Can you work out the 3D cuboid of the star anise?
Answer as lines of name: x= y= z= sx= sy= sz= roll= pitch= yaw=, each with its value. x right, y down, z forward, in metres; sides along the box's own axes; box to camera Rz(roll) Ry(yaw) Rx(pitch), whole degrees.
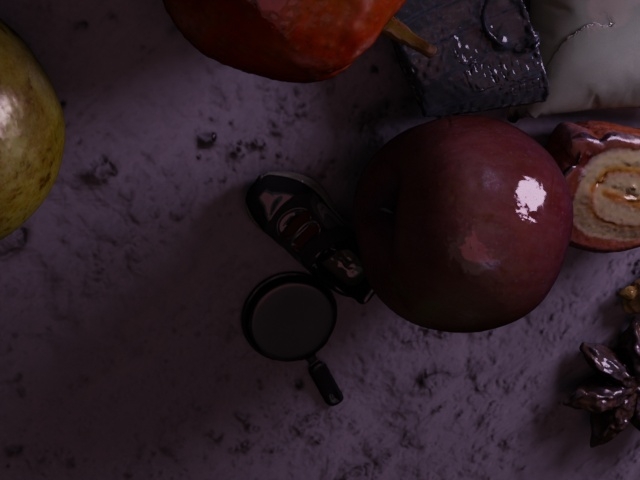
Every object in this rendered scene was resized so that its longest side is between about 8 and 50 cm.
star anise: x=0.455 y=0.218 z=1.935 sx=0.197 sy=0.073 sz=0.212 roll=-11 pitch=114 yaw=-12

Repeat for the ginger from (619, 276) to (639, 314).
ginger: x=0.542 y=0.043 z=1.879 sx=0.137 sy=0.074 sz=0.213 roll=33 pitch=98 yaw=-16

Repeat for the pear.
pear: x=-0.432 y=-0.116 z=1.433 sx=0.304 sy=0.304 sz=0.304 roll=-6 pitch=115 yaw=-12

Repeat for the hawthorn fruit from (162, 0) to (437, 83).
hawthorn fruit: x=-0.007 y=-0.301 z=1.460 sx=0.330 sy=0.287 sz=0.287 roll=31 pitch=103 yaw=-10

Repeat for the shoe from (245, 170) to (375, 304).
shoe: x=0.000 y=0.000 z=1.695 sx=0.099 sy=0.112 sz=0.227 roll=-46 pitch=118 yaw=10

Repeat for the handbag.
handbag: x=0.176 y=-0.270 z=1.606 sx=0.175 sy=0.089 sz=0.270 roll=-17 pitch=118 yaw=14

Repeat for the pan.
pan: x=-0.020 y=0.148 z=1.803 sx=0.136 sy=0.028 sz=0.235 roll=-28 pitch=118 yaw=0

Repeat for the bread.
bread: x=0.408 y=-0.071 z=1.760 sx=0.244 sy=0.123 sz=0.190 roll=7 pitch=117 yaw=-17

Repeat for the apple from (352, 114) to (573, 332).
apple: x=0.169 y=-0.019 z=1.618 sx=0.235 sy=0.306 sz=0.306 roll=4 pitch=113 yaw=-25

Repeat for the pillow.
pillow: x=0.405 y=-0.301 z=1.656 sx=0.310 sy=0.119 sz=0.312 roll=-3 pitch=117 yaw=-8
